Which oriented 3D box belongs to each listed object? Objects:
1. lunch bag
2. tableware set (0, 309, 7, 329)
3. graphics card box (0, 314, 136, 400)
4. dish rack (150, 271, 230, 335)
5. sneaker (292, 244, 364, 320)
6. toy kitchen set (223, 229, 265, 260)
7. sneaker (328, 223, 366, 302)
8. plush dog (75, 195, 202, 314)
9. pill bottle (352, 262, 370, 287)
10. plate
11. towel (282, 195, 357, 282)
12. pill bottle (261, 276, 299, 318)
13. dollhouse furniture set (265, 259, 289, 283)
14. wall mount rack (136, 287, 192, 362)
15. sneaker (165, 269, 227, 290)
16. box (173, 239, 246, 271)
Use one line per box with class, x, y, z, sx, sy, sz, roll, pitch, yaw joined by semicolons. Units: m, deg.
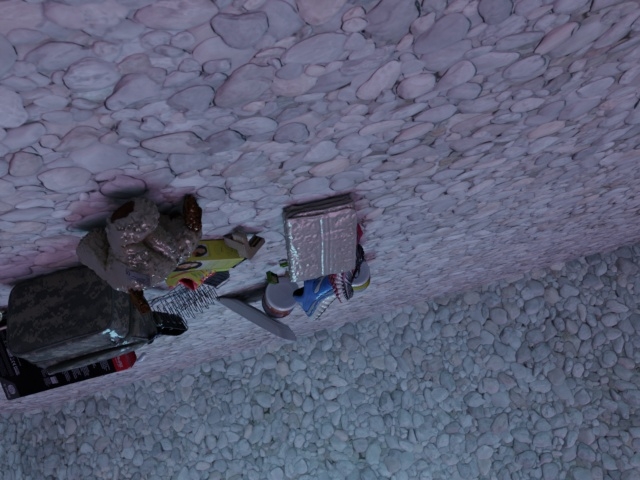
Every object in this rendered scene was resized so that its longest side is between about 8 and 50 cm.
lunch bag;-0.592;0.210;1.642;0.305;0.212;0.256;-17;153;4
tableware set;-0.943;0.209;1.696;0.194;0.039;0.128;-16;142;-16
graphics card box;-0.734;0.291;1.821;0.371;0.232;0.094;-16;-167;2
dish rack;-0.392;0.180;1.945;0.271;0.074;0.208;-37;162;8
sneaker;0.015;0.117;2.080;0.330;0.147;0.130;-50;179;31
toy kitchen set;-0.198;-0.009;1.656;0.068;0.075;0.083;18;141;28
sneaker;0.075;0.072;1.864;0.112;0.121;0.299;-17;140;-8
plush dog;-0.342;0.015;1.352;0.262;0.210;0.225;-28;-173;45
pill bottle;0.126;0.128;2.291;0.103;0.103;0.184;-15;165;1
plate;-0.226;0.285;2.386;0.277;0.045;0.278;27;174;16
towel;0.000;0.000;1.654;0.187;0.049;0.282;-11;140;-9
pill bottle;-0.146;0.211;2.305;0.121;0.121;0.216;-11;165;-14
dollhouse furniture set;-0.090;0.094;2.021;0.152;0.076;0.058;-17;165;13
wall mount rack;-0.572;0.236;1.999;0.304;0.130;0.350;-58;158;3
sneaker;-0.334;0.090;1.746;0.208;0.094;0.081;-5;161;-35
box;-0.307;0.039;1.658;0.232;0.058;0.087;-3;161;-38
